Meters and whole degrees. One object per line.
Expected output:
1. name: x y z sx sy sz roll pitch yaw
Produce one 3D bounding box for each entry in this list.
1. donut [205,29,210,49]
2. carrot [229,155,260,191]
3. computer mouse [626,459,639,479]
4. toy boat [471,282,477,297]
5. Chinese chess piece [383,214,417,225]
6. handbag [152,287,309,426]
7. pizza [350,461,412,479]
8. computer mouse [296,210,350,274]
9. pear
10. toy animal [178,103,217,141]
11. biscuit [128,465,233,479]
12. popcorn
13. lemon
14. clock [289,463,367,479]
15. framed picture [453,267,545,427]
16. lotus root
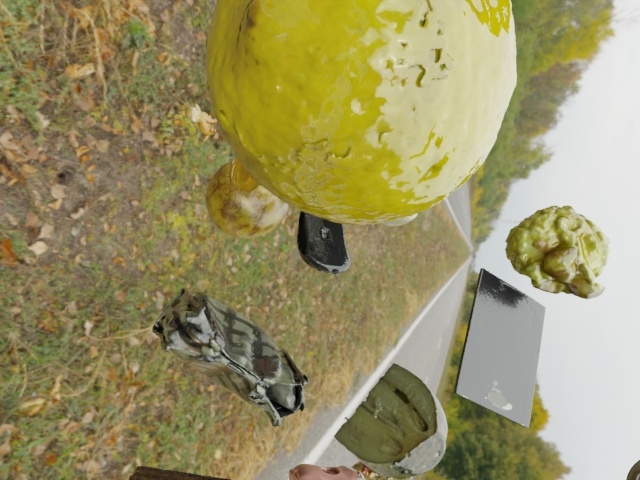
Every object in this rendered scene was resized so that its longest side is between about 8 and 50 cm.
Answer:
1. donut: -0.223 -0.571 1.434 0.128 0.261 0.208 -49 169 -47
2. carrot: -0.152 -0.238 1.306 0.302 0.114 0.114 -58 147 -56
3. computer mouse: 0.489 0.298 0.470 0.072 0.310 0.158 30 55 -49
4. toy boat: 0.513 0.187 1.454 0.149 0.047 0.049 43 33 -20
5. Chinese chess piece: 0.255 -0.220 1.723 0.338 0.140 0.338 171 -90 -83
6. handbag: -0.209 0.250 1.067 0.162 0.325 0.327 -56 -165 -10
7. pizza: 0.194 0.689 1.441 0.188 0.199 0.062 -3 83 -47
8. computer mouse: 0.000 0.000 1.352 0.269 0.137 0.086 -99 -153 -42
9. pear: -0.238 -0.132 1.533 0.281 0.281 0.280 4 90 -72
10. toy animal: -0.299 -0.288 1.149 0.083 0.060 0.081 4 118 -48
11. biscuit: -0.278 0.528 0.964 0.070 0.252 0.106 -67 148 -49
12. popcorn: 0.610 0.039 1.200 0.237 0.206 0.251 -6 59 -37
13. lemon: 0.054 -0.193 0.556 0.387 0.350 0.350 1 92 -52
14. clock: 0.023 0.514 0.983 0.166 0.162 0.093 141 -50 -71
15. framed picture: 0.455 0.262 1.170 0.013 0.244 0.324 -26 -141 60
16. lotus root: 0.219 0.490 1.218 0.267 0.260 0.149 -47 115 -17
